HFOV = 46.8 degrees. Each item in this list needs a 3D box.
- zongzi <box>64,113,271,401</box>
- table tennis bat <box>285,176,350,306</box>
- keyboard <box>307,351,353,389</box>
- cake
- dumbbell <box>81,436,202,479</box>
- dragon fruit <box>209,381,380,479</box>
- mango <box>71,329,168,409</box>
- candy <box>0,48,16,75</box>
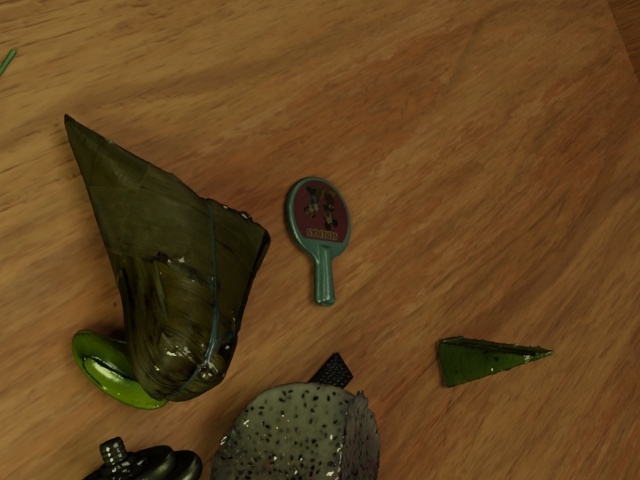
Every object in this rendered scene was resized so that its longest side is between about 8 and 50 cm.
[{"bbox_3d":[-0.250,0.018,1.009,0.360,0.160,0.322,41,33,-24],"label":"zongzi"},{"bbox_3d":[0.000,0.000,1.349,0.153,0.040,0.244,10,70,-40],"label":"table tennis bat"},{"bbox_3d":[-0.014,0.281,1.285,0.204,0.013,0.061,-43,108,-38],"label":"keyboard"},{"bbox_3d":[0.349,0.251,1.467,0.100,0.235,0.099,-4,92,-41],"label":"cake"},{"bbox_3d":[-0.221,0.392,0.962,0.192,0.192,0.289,-24,96,-42],"label":"dumbbell"},{"bbox_3d":[-0.033,0.367,1.137,0.221,0.204,0.282,44,52,-61],"label":"dragon fruit"},{"bbox_3d":[-0.277,0.180,1.038,0.165,0.074,0.091,32,27,-15],"label":"mango"},{"bbox_3d":[-0.456,-0.189,0.987,0.061,0.061,0.202,37,50,-29],"label":"candy"}]
